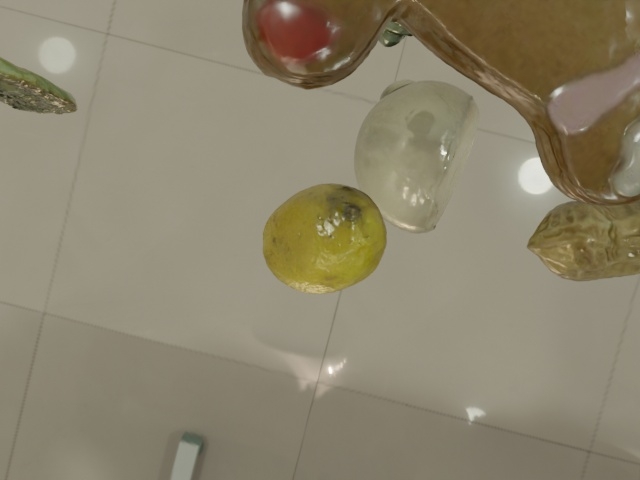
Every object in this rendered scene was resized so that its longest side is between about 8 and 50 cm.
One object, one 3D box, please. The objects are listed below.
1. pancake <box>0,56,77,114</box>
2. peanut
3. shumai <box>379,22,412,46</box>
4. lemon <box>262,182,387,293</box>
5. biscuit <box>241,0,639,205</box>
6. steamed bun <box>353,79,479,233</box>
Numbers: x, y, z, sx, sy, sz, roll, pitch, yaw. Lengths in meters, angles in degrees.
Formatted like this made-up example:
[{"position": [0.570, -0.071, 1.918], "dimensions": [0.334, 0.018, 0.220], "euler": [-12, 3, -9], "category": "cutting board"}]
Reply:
[{"position": [-0.186, -0.089, 0.392], "dimensions": [0.108, 0.108, 0.017], "euler": [17, 83, -1], "category": "pancake"}, {"position": [0.284, 0.000, 0.734], "dimensions": [0.093, 0.194, 0.083], "euler": [33, 120, 40], "category": "peanut"}, {"position": [0.074, -0.290, 0.692], "dimensions": [0.142, 0.184, 0.184], "euler": [40, 94, -16], "category": "shumai"}, {"position": [0.000, 0.000, 0.550], "dimensions": [0.110, 0.082, 0.082], "euler": [-21, 95, 45], "category": "lemon"}, {"position": [0.066, -0.203, 0.409], "dimensions": [0.431, 0.064, 0.283], "euler": [31, 92, -5], "category": "biscuit"}, {"position": [0.113, -0.112, 0.899], "dimensions": [0.130, 0.228, 0.177], "euler": [19, 121, 12], "category": "steamed bun"}]
